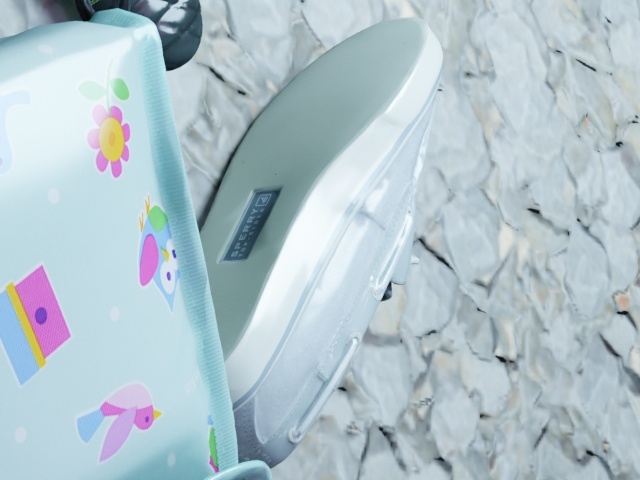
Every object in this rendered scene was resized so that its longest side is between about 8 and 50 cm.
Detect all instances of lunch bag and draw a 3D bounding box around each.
[{"bbox_3d":[-0.137,0.078,0.630,0.223,0.160,0.262,-28,111,-50],"label":"lunch bag"}]

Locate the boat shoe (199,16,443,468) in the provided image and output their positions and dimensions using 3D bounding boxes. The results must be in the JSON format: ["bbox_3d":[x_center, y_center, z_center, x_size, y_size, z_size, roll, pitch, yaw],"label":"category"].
[{"bbox_3d":[0.001,0.000,0.855,0.081,0.079,0.227,53,52,-35],"label":"boat shoe"}]

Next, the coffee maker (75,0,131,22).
[{"bbox_3d":[-0.160,-0.154,0.672,0.178,0.120,0.171,-8,63,-37],"label":"coffee maker"}]

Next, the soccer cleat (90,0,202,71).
[{"bbox_3d":[-0.084,-0.158,0.802,0.060,0.072,0.179,-26,99,-46],"label":"soccer cleat"}]
